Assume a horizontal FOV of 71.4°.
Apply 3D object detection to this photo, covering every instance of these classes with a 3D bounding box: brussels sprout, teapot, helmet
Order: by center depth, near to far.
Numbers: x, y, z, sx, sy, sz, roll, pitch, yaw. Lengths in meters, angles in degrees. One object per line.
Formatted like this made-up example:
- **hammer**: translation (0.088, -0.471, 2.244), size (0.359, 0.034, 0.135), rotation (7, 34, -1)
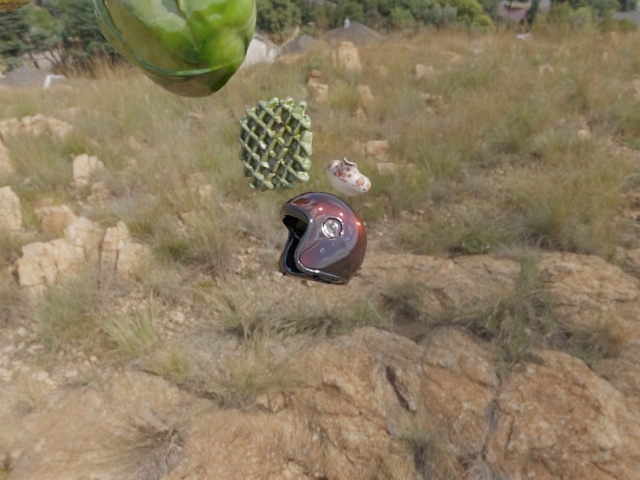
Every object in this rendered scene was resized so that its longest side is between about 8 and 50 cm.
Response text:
- **helmet**: translation (0.000, 0.000, 0.932), size (0.193, 0.216, 0.189), rotation (-36, 4, -17)
- **brussels sprout**: translation (-0.344, -0.538, 1.082), size (0.342, 0.361, 0.425), rotation (-13, 0, -36)
- **teapot**: translation (0.095, -0.209, 1.495), size (0.159, 0.116, 0.245), rotation (21, 9, 7)

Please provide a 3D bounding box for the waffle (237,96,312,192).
- **waffle**: translation (-0.156, -0.310, 1.457), size (0.291, 0.309, 0.056), rotation (-1, 5, 27)

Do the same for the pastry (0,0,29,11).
- **pastry**: translation (-0.489, -0.403, 0.633), size (0.081, 0.153, 0.153), rotation (15, 41, 40)
